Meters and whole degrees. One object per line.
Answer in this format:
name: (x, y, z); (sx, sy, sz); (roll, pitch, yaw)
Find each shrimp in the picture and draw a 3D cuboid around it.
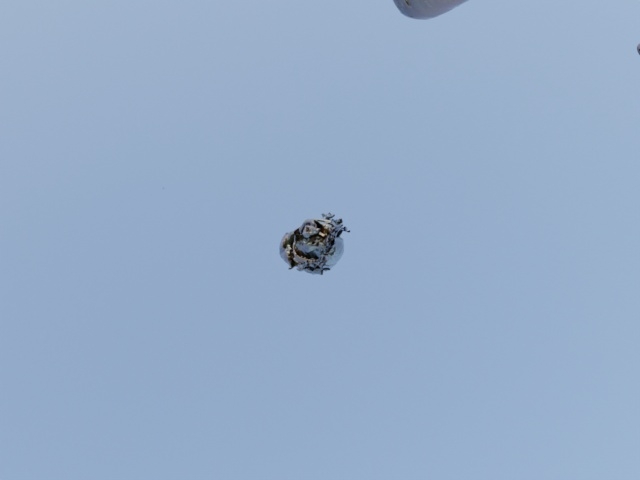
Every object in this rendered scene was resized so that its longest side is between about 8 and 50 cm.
shrimp: (0.000, 0.000, 1.147); (0.079, 0.233, 0.090); (29, -107, -8)

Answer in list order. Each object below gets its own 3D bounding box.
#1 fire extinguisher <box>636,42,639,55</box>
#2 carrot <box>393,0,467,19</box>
fire extinguisher: (0.514, -0.297, 1.275); (0.046, 0.100, 0.032); (-32, -87, -41)
carrot: (0.135, -0.232, 0.641); (0.059, 0.248, 0.059); (10, -109, -30)
